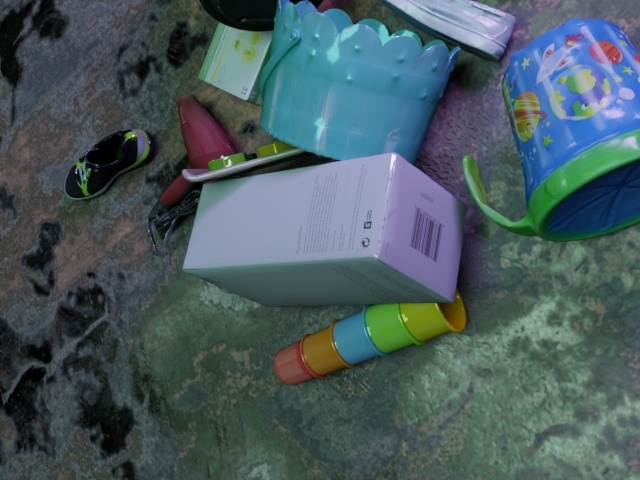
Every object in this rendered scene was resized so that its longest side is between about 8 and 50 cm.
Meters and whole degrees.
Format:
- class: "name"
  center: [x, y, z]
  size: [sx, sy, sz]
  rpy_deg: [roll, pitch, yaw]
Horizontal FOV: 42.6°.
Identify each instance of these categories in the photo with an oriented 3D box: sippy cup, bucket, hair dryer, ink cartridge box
- class: "sippy cup"
  center: [0.343, -0.148, 1.043]
  size: [0.305, 0.240, 0.224]
  rpy_deg: [-13, 66, -10]
- class: "bucket"
  center: [0.046, -0.225, 1.181]
  size: [0.281, 0.281, 0.183]
  rpy_deg: [26, 110, 28]
- class: "hair dryer"
  center: [-0.235, -0.111, 1.444]
  size: [0.223, 0.080, 0.294]
  rpy_deg: [7, 91, 31]
- class: "ink cartridge box"
  center: [-0.080, -0.307, 1.379]
  size: [0.235, 0.056, 0.171]
  rpy_deg: [30, 102, 30]

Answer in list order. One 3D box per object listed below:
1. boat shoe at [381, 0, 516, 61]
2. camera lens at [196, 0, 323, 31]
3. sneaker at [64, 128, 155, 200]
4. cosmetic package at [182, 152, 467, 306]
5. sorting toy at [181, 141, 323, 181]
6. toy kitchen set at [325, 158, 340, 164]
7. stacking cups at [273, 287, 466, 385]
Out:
- class: "boat shoe"
  center: [0.186, -0.346, 1.218]
  size: [0.227, 0.079, 0.081]
  rpy_deg: [32, 97, 21]
- class: "camera lens"
  center: [-0.100, -0.483, 1.274]
  size: [0.219, 0.219, 0.274]
  rpy_deg: [-23, 60, 27]
- class: "sneaker"
  center: [-0.418, -0.152, 1.541]
  size: [0.234, 0.097, 0.084]
  rpy_deg: [-29, 74, 26]
- class: "cosmetic package"
  center: [0.000, 0.000, 1.189]
  size: [0.365, 0.197, 0.155]
  rpy_deg: [-3, 68, 39]
- class: "sorting toy"
  center: [-0.094, -0.125, 1.265]
  size: [0.208, 0.193, 0.038]
  rpy_deg: [-10, 94, 5]
- class: "toy kitchen set"
  center: [0.025, -0.074, 1.321]
  size: [0.068, 0.075, 0.083]
  rpy_deg: [-37, 31, 20]
- class: "stacking cups"
  center: [0.068, 0.145, 1.265]
  size: [0.316, 0.096, 0.096]
  rpy_deg: [-26, 76, 32]
